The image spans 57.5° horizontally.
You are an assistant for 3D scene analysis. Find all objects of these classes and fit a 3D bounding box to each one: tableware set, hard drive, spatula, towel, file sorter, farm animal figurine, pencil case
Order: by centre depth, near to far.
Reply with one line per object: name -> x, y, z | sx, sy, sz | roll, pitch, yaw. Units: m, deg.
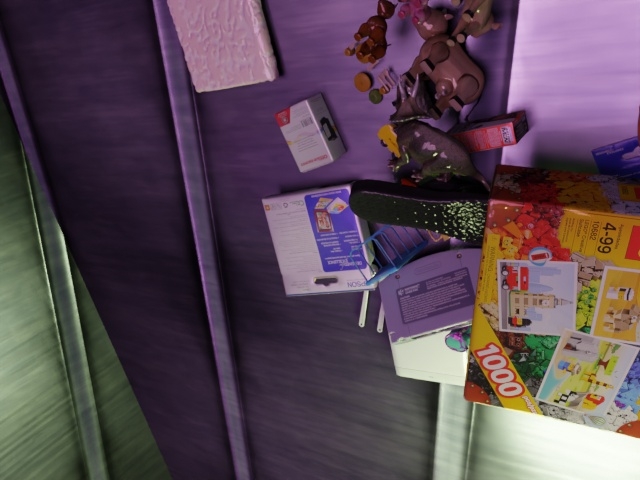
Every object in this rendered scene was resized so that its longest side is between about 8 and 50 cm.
farm animal figurine -> 0.256, -0.410, 1.218 | 0.330, 0.172, 0.327 | 8, 140, 50
tableware set -> 0.115, -0.413, 1.425 | 0.154, 0.024, 0.104 | 52, 138, -2
pencil case -> 0.385, 0.222, 1.512 | 0.064, 0.152, 0.070 | 33, 143, 21
file sorter -> 0.177, 0.022, 1.540 | 0.118, 0.170, 0.104 | -34, 89, 44
towel -> -0.272, -0.584, 1.595 | 0.317, 0.053, 0.332 | 2, 117, 38
hard drive -> 0.300, 0.245, 1.655 | 0.233, 0.047, 0.353 | 2, 116, 31
spatula -> 0.186, 0.187, 1.740 | 0.168, 0.019, 0.242 | 20, 128, 21

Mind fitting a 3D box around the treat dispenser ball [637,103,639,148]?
treat dispenser ball -> 0.673, -0.196, 0.942 | 0.288, 0.288, 0.288 | 19, 126, 28

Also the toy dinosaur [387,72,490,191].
toy dinosaur -> 0.240, -0.190, 1.249 | 0.313, 0.121, 0.160 | 44, 162, 2

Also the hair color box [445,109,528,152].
hair color box -> 0.361, -0.236, 1.293 | 0.167, 0.093, 0.053 | -4, 114, 38

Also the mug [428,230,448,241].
mug -> 0.314, -0.037, 1.467 | 0.064, 0.078, 0.062 | 56, 168, 7

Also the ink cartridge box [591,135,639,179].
ink cartridge box -> 0.695, -0.034, 1.185 | 0.176, 0.069, 0.371 | -16, 103, 42

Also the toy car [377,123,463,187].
toy car -> 0.263, -0.181, 1.430 | 0.225, 0.053, 0.239 | 2, 118, 36

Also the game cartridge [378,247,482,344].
game cartridge -> 0.299, 0.135, 1.495 | 0.297, 0.062, 0.198 | -21, 60, 26

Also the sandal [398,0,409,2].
sandal -> 0.215, -0.579, 1.224 | 0.180, 0.072, 0.049 | -42, 66, 48

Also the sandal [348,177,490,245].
sandal -> 0.292, -0.092, 1.380 | 0.446, 0.107, 0.167 | 12, 149, 10

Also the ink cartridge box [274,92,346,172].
ink cartridge box -> -0.027, -0.287, 1.573 | 0.127, 0.072, 0.175 | -13, 107, 41

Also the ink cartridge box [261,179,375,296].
ink cartridge box -> 0.000, 0.000, 1.687 | 0.303, 0.072, 0.307 | -7, 106, 30

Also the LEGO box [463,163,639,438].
LEGO box -> 0.511, 0.122, 1.190 | 0.372, 0.193, 0.500 | 8, 121, 18
